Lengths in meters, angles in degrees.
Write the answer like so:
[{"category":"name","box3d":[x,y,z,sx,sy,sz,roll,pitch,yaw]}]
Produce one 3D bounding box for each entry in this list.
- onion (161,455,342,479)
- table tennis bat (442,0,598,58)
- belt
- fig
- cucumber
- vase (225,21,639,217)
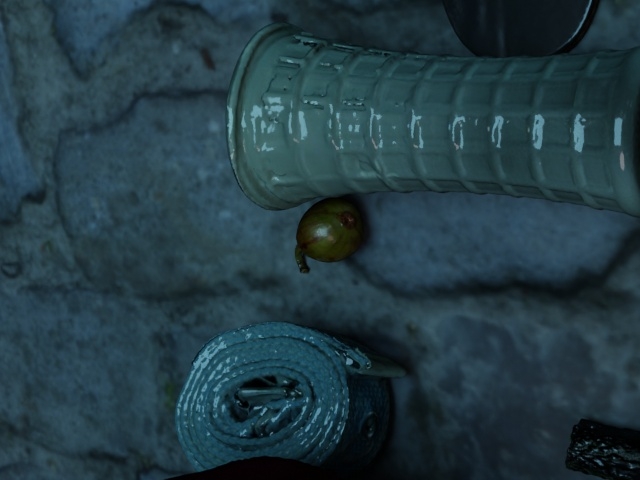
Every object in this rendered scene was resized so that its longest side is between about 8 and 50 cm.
[{"category":"onion","box3d":[0.047,0.317,0.992,0.420,0.398,0.398,-13,84,-9]},{"category":"table tennis bat","box3d":[0.137,-0.232,1.050,0.130,0.019,0.220,-5,91,34]},{"category":"belt","box3d":[-0.028,0.134,1.153,0.163,0.082,0.148,21,95,36]},{"category":"fig","box3d":[0.000,0.000,1.151,0.083,0.050,0.050,-44,67,50]},{"category":"cucumber","box3d":[0.242,0.157,0.992,0.163,0.043,0.039,13,138,36]},{"category":"vase","box3d":[0.093,-0.081,1.022,0.299,0.143,0.143,4,96,33]}]
